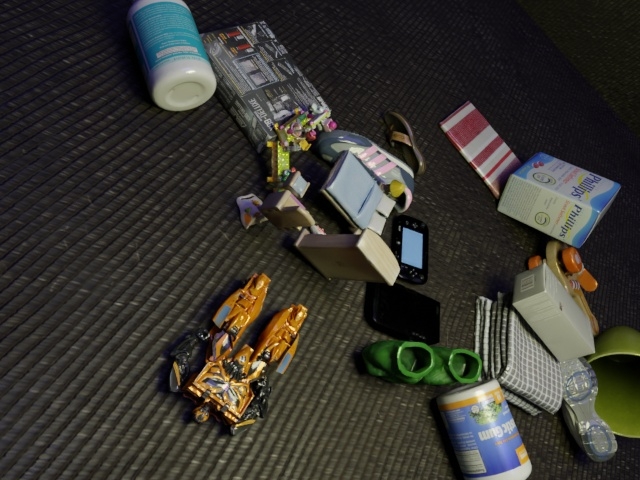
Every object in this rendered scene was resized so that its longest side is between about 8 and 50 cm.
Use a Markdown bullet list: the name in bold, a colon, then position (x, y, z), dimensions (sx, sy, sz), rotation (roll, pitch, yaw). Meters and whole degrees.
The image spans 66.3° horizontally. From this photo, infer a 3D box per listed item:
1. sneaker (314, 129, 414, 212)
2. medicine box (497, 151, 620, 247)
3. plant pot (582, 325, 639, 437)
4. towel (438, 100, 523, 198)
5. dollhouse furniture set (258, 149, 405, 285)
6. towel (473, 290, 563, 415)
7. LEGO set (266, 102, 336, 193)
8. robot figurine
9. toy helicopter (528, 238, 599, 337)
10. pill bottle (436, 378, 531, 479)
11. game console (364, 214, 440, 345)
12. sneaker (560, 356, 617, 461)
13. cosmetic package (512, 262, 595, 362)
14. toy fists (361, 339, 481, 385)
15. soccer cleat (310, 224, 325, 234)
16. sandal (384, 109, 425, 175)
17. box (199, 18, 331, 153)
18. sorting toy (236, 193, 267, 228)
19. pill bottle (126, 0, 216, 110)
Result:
- **sneaker**: position (0.124, -0.180, 1.296), dimensions (0.319, 0.112, 0.131), rotation (21, 54, -23)
- **medicine box**: position (0.793, -0.144, 1.634), dimensions (0.289, 0.149, 0.263), rotation (31, 42, 28)
- **plant pot**: position (0.923, 0.388, 1.486), dimensions (0.275, 0.275, 0.293), rotation (54, 34, 1)
- **towel**: position (0.571, -0.323, 1.731), dimensions (0.329, 0.037, 0.237), rotation (51, 51, 0)
- **dollhouse furniture set**: position (0.083, -0.095, 1.084), dimensions (0.286, 0.198, 0.303), rotation (47, 59, -33)
- **towel**: position (0.545, 0.299, 1.336), dimensions (0.235, 0.121, 0.283), rotation (30, 53, -20)
- **LEGO set**: position (-0.043, -0.211, 1.137), dimensions (0.132, 0.107, 0.287), rotation (44, 61, -42)
- **robot figurine**: position (-0.149, 0.210, 0.924), dimensions (0.211, 0.085, 0.291), rotation (39, 51, -11)
- **toy helicopter**: position (0.844, 0.156, 1.637), dimensions (0.235, 0.140, 0.355), rotation (-32, 98, -50)
- **pill bottle**: position (0.382, 0.469, 1.115), dimensions (0.152, 0.152, 0.272), rotation (-7, 70, -37)
- **game console**: position (0.221, 0.085, 1.272), dimensions (0.213, 0.044, 0.361), rotation (24, 55, -23)
- **sneaker**: position (0.711, 0.455, 1.370), dimensions (0.111, 0.129, 0.297), rotation (-10, 79, -2)
- **cosmetic package**: position (0.619, 0.194, 1.304), dimensions (0.238, 0.107, 0.127), rotation (44, 39, -13)
- **toy fists**: position (0.225, 0.282, 1.113), dimensions (0.279, 0.142, 0.096), rotation (13, 77, -29)
- **soccer cleat**: position (0.000, 0.000, 1.173), dimensions (0.083, 0.029, 0.035), rotation (55, 45, -5)
- **sandal**: position (0.242, -0.290, 1.468), dimensions (0.060, 0.090, 0.219), rotation (-22, 87, -18)
- **box**: position (-0.149, -0.396, 1.241), dimensions (0.307, 0.076, 0.242), rotation (53, 49, 0)
- **sorting toy**: position (-0.150, -0.075, 1.106), dimensions (0.083, 0.045, 0.075), rotation (-22, 62, -40)
- **pill bottle**: position (-0.337, -0.434, 1.083), dimensions (0.146, 0.146, 0.264), rotation (-12, 75, -38)
